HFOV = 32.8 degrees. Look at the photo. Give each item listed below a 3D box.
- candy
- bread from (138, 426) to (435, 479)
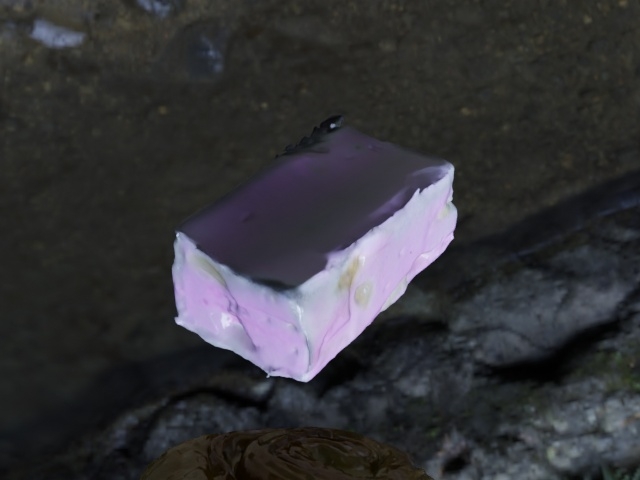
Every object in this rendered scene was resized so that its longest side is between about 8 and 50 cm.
[{"bbox_3d":[0.000,0.000,0.985,0.155,0.265,0.116,24,130,25],"label":"candy"},{"bbox_3d":[0.007,0.180,0.530,0.198,0.236,0.120,6,107,-31],"label":"bread"}]
